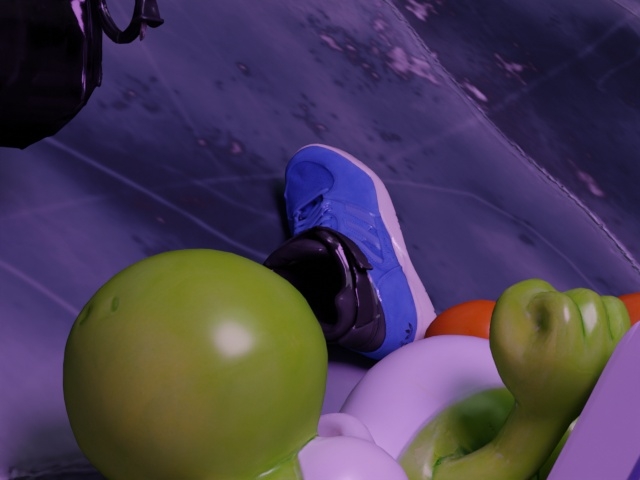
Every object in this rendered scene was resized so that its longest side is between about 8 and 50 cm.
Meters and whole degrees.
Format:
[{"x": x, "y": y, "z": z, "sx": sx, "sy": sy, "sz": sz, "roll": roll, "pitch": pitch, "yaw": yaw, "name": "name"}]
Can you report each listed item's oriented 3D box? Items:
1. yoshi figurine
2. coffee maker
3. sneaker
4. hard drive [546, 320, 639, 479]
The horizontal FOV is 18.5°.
[{"x": 0.021, "y": 0.070, "z": 0.879, "sx": 0.203, "sy": 0.204, "sz": 0.362, "roll": 42, "pitch": 31, "yaw": 26, "name": "yoshi figurine"}, {"x": -0.201, "y": -0.107, "z": 0.910, "sx": 0.178, "sy": 0.171, "sz": 0.120, "roll": 1, "pitch": 61, "yaw": -43, "name": "coffee maker"}, {"x": 0.001, "y": -0.001, "z": 1.077, "sx": 0.084, "sy": 0.058, "sz": 0.152, "roll": 16, "pitch": 41, "yaw": -46, "name": "sneaker"}, {"x": 0.206, "y": 0.130, "z": 0.940, "sx": 0.318, "sy": 0.210, "sz": 0.040, "roll": 1, "pitch": 30, "yaw": -48, "name": "hard drive"}]
